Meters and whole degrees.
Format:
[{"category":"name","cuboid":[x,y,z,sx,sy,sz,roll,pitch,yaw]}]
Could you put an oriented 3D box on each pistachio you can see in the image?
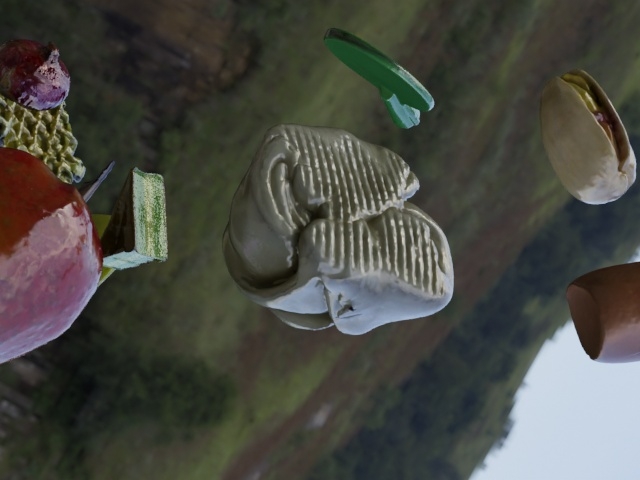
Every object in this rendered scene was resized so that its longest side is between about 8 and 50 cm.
[{"category":"pistachio","cuboid":[0.375,-0.144,2.064,0.117,0.200,0.145,-32,-176,-26]}]

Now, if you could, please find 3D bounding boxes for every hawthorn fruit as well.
[{"category":"hawthorn fruit","cuboid":[-0.350,-0.007,1.563,0.300,0.254,0.254,-42,180,-16]}]

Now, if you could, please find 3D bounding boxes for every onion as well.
[{"category":"onion","cuboid":[-0.371,-0.216,1.844,0.097,0.107,0.107,-53,-172,22]}]

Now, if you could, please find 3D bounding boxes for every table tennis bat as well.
[{"category":"table tennis bat","cuboid":[0.085,-0.200,1.817,0.039,0.160,0.257,-55,159,-4]}]

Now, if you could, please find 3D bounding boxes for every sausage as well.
[{"category":"sausage","cuboid":[0.453,0.074,1.710,0.121,0.304,0.121,172,-90,-81]}]

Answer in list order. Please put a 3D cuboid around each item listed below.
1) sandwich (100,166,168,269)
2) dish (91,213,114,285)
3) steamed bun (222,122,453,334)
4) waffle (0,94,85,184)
[{"category":"sandwich","cuboid":[-0.250,-0.028,1.855,0.074,0.074,0.116,-12,-107,30]},{"category":"dish","cuboid":[-0.395,0.038,2.242,0.262,0.108,0.221,-42,-171,20]},{"category":"steamed bun","cuboid":[0.000,0.000,2.259,0.255,0.367,0.343,-40,-133,36]},{"category":"waffle","cuboid":[-0.464,-0.170,2.254,0.054,0.223,0.204,-17,180,25]}]
